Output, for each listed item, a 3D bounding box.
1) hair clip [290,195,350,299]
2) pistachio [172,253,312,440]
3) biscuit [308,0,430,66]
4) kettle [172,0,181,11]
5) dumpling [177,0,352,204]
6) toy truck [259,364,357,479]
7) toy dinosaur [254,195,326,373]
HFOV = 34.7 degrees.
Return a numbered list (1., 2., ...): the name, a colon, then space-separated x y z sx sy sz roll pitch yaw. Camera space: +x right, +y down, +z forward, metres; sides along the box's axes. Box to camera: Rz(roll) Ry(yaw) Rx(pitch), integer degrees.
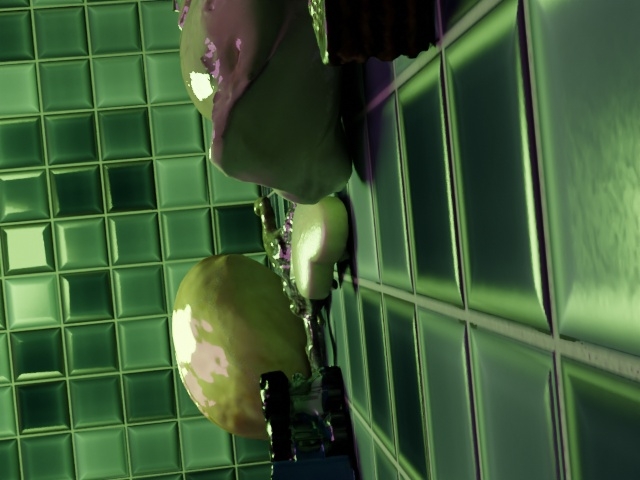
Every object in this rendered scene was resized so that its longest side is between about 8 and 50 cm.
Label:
1. hair clip: -0.002 -0.003 1.219 0.218 0.071 0.159 120 147 -73
2. pistachio: -0.120 0.178 1.703 0.229 0.238 0.321 105 144 -62
3. biscuit: 0.021 -0.300 0.622 0.107 0.073 0.388 -106 12 -69
4. kettle: -0.115 -0.405 1.301 0.160 0.210 0.243 -54 -45 -67
5. dumpling: -0.029 -0.189 1.031 0.243 0.187 0.318 37 -140 -39
6. toy truck: -0.018 0.273 1.365 0.208 0.113 0.126 -100 6 -48
7. toy dinosaur: -0.029 0.044 1.488 0.162 0.077 0.294 -156 46 -79
